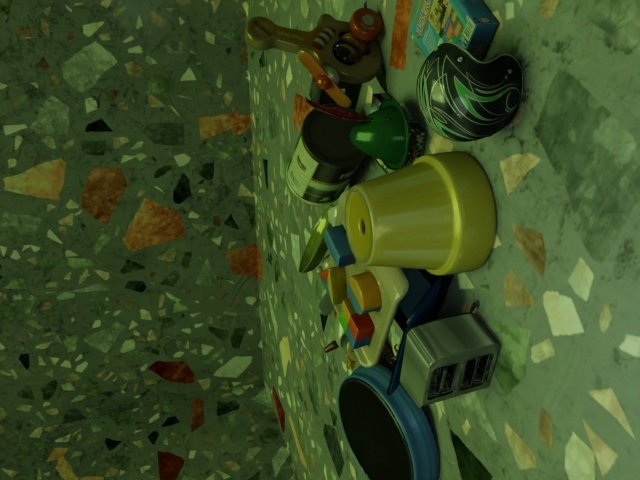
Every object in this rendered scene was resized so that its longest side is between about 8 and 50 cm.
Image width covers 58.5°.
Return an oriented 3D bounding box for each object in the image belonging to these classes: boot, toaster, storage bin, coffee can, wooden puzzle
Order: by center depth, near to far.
[{"bbox_3d":[0.264,0.240,1.179,0.110,0.168,0.185,-123,28,-50],"label":"toaster"},{"bbox_3d":[0.076,0.102,1.396,0.348,0.080,0.322,104,149,-49],"label":"wooden puzzle"},{"bbox_3d":[0.045,-0.455,1.652,0.180,0.122,0.084,104,153,-52],"label":"storage bin"},{"bbox_3d":[0.195,0.393,1.687,0.084,0.059,0.158,97,163,-65],"label":"boot"},{"bbox_3d":[0.017,-0.249,1.707,0.275,0.202,0.201,124,136,-67],"label":"coffee can"}]

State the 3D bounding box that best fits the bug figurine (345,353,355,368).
[{"bbox_3d":[0.144,0.460,1.848,0.216,0.072,0.279,150,116,-66],"label":"bug figurine"}]

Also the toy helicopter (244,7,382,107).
[{"bbox_3d":[-0.018,-0.476,1.444,0.140,0.355,0.235,129,148,-68],"label":"toy helicopter"}]

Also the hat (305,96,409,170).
[{"bbox_3d":[0.084,-0.247,1.351,0.208,0.184,0.173,-134,39,-63],"label":"hat"}]

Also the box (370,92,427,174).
[{"bbox_3d":[0.183,-0.248,1.424,0.233,0.044,0.159,-118,26,-49],"label":"box"}]

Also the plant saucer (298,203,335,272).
[{"bbox_3d":[0.000,0.000,1.788,0.241,0.037,0.241,-61,10,18],"label":"plant saucer"}]

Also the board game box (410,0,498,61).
[{"bbox_3d":[0.251,-0.413,1.109,0.160,0.047,0.210,104,152,-53],"label":"board game box"}]

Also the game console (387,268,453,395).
[{"bbox_3d":[0.191,0.170,1.359,0.250,0.173,0.293,-124,30,-41],"label":"game console"}]

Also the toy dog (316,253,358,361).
[{"bbox_3d":[0.050,0.218,1.747,0.220,0.161,0.333,39,-147,-76],"label":"toy dog"}]

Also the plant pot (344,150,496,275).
[{"bbox_3d":[0.187,-0.045,1.170,0.254,0.239,0.254,172,90,-75],"label":"plant pot"}]

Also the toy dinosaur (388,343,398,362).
[{"bbox_3d":[0.223,0.327,1.578,0.082,0.047,0.090,-26,61,54],"label":"toy dinosaur"}]

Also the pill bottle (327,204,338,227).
[{"bbox_3d":[0.106,0.031,1.627,0.153,0.153,0.264,131,129,-69],"label":"pill bottle"}]

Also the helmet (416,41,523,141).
[{"bbox_3d":[0.248,-0.257,0.992,0.169,0.162,0.169,172,90,-74],"label":"helmet"}]

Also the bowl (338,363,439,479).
[{"bbox_3d":[0.176,0.546,1.618,0.391,0.077,0.391,36,134,49],"label":"bowl"}]
